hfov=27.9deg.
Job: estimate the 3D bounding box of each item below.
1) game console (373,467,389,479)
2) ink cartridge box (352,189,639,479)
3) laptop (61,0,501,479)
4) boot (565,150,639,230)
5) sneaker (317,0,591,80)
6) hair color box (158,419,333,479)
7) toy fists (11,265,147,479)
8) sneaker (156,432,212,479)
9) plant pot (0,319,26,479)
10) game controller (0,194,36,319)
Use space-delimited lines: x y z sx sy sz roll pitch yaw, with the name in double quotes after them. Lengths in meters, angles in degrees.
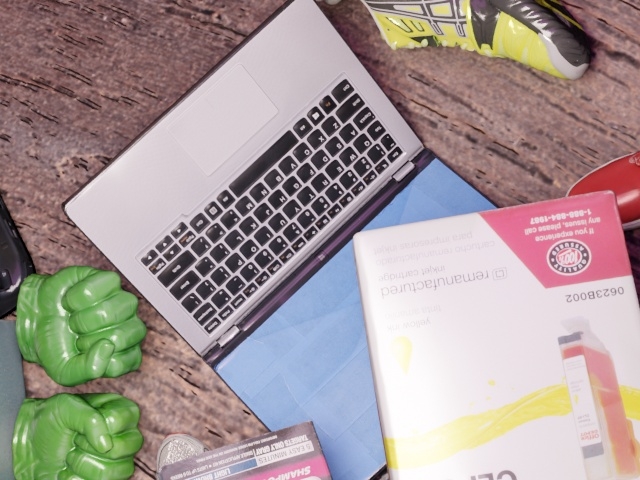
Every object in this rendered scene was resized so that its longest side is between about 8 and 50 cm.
0.135 0.263 1.448 0.361 0.044 0.213 -27 67 -2 "game console"
0.199 0.169 1.336 0.279 0.160 0.385 -9 78 0 "ink cartridge box"
0.000 0.000 1.464 0.382 0.408 0.236 -43 25 -7 "laptop"
0.392 -0.094 1.460 0.244 0.176 0.088 -21 69 4 "boot"
0.161 -0.292 1.618 0.384 0.145 0.147 33 110 17 "sneaker"
-0.034 0.370 1.281 0.173 0.105 0.347 -17 57 -6 "hair color box"
-0.278 0.168 1.494 0.142 0.096 0.279 3 92 12 "toy fists"
-0.137 0.321 1.449 0.088 0.093 0.225 -19 67 3 "sneaker"
-0.471 0.240 1.472 0.247 0.247 0.252 -15 85 5 "plant pot"
-0.489 -0.023 1.668 0.166 0.067 0.319 -36 67 12 "game controller"
